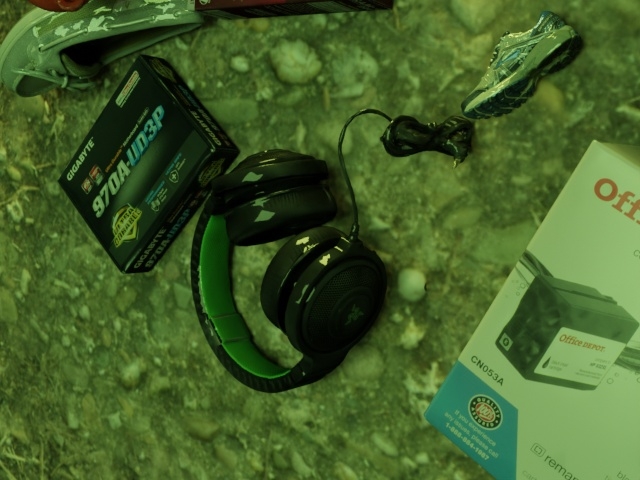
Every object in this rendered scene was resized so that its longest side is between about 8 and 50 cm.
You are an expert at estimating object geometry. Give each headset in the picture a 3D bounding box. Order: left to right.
[{"bbox_3d":[0.000,0.000,1.101,0.394,0.185,0.243,-49,61,41],"label":"headset"}]

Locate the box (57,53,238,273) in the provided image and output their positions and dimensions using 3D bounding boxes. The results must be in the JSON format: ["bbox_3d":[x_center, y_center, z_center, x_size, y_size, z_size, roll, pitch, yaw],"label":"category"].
[{"bbox_3d":[-0.222,-0.094,1.273,0.220,0.051,0.175,-50,66,25],"label":"box"}]

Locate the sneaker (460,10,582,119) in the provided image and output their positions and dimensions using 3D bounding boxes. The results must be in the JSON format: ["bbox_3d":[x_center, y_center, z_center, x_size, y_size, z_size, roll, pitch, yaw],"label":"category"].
[{"bbox_3d":[0.191,-0.173,0.999,0.135,0.052,0.058,-38,61,21],"label":"sneaker"}]

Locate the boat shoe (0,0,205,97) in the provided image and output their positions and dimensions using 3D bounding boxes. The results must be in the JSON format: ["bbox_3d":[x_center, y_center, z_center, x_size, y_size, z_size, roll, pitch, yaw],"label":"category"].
[{"bbox_3d":[-0.284,-0.254,1.276,0.320,0.118,0.103,-23,79,24],"label":"boat shoe"}]

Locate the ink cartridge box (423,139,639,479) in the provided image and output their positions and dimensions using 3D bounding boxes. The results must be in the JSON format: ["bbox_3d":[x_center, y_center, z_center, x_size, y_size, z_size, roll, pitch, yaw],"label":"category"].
[{"bbox_3d":[0.271,0.097,0.896,0.223,0.129,0.308,39,111,28],"label":"ink cartridge box"}]

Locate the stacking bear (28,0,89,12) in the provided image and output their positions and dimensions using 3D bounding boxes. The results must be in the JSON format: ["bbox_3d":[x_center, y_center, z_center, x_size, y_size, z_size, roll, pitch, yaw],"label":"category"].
[{"bbox_3d":[-0.260,-0.390,1.152,0.175,0.164,0.289,22,69,6],"label":"stacking bear"}]

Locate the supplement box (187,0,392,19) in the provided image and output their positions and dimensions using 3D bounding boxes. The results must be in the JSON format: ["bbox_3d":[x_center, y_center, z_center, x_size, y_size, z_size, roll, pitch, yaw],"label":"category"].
[{"bbox_3d":[-0.036,-0.321,1.129,0.239,0.073,0.130,4,93,33],"label":"supplement box"}]
